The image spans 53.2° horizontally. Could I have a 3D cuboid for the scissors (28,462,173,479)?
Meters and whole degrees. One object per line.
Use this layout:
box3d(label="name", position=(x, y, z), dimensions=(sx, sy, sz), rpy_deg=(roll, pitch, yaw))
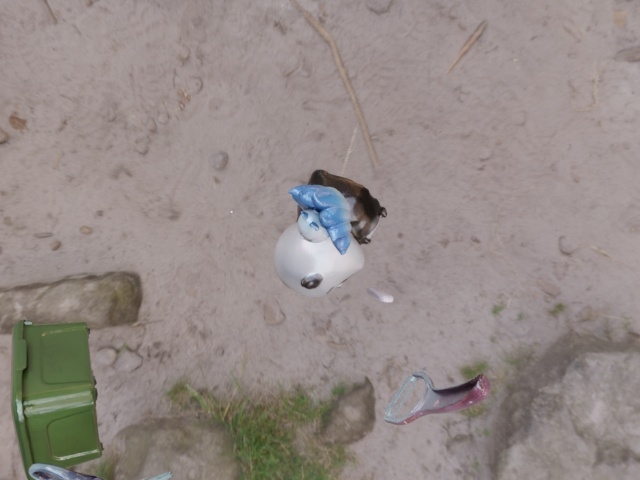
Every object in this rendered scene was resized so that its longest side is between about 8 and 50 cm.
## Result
box3d(label="scissors", position=(-0.336, 0.451, 1.146), dimensions=(0.256, 0.383, 0.029), rpy_deg=(45, 43, -29))

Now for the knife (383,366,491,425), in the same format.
box3d(label="knife", position=(0.202, 0.245, 1.032), dimensions=(0.053, 0.278, 0.123), rpy_deg=(37, 65, -6))

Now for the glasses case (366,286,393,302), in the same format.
box3d(label="glasses case", position=(0.124, 0.113, 1.330), dimensions=(0.032, 0.083, 0.021), rpy_deg=(2, 100, -22))

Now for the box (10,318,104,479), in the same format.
box3d(label="box", position=(-0.592, 0.342, 1.444), dimensions=(0.178, 0.328, 0.252), rpy_deg=(-9, 123, -21))

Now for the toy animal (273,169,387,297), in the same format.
box3d(label="toy animal", position=(0.007, 0.001, 1.265), dimensions=(0.165, 0.187, 0.235), rpy_deg=(31, 69, -23))

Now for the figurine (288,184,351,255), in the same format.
box3d(label="figurine", position=(0.000, -0.034, 0.840), dimensions=(0.079, 0.114, 0.114), rpy_deg=(-33, 96, 1))
